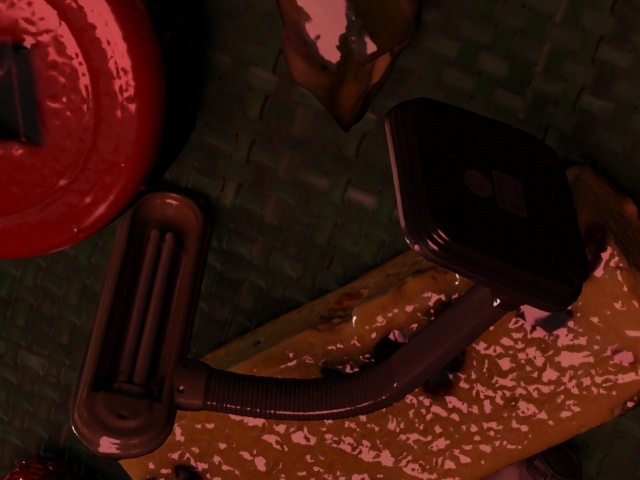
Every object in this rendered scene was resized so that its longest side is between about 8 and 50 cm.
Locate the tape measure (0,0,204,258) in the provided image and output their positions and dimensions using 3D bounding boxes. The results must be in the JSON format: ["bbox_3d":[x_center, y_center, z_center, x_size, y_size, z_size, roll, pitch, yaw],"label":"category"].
[{"bbox_3d":[-0.198,-0.114,1.155,0.261,0.114,0.253,1,115,17],"label":"tape measure"}]

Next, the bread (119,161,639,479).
[{"bbox_3d":[0.049,0.087,1.190,0.361,0.077,0.138,-29,103,27],"label":"bread"}]

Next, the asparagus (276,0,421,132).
[{"bbox_3d":[-0.031,-0.219,1.077,0.085,0.082,0.343,0,119,58],"label":"asparagus"}]

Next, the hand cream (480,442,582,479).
[{"bbox_3d":[0.084,0.207,1.258,0.080,0.050,0.234,38,124,-2],"label":"hand cream"}]

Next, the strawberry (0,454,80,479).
[{"bbox_3d":[-0.187,0.189,1.312,0.083,0.083,0.096,40,110,-3],"label":"strawberry"}]

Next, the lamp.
[{"bbox_3d":[0.003,0.004,1.115,0.283,0.203,0.124,-31,134,29],"label":"lamp"}]
